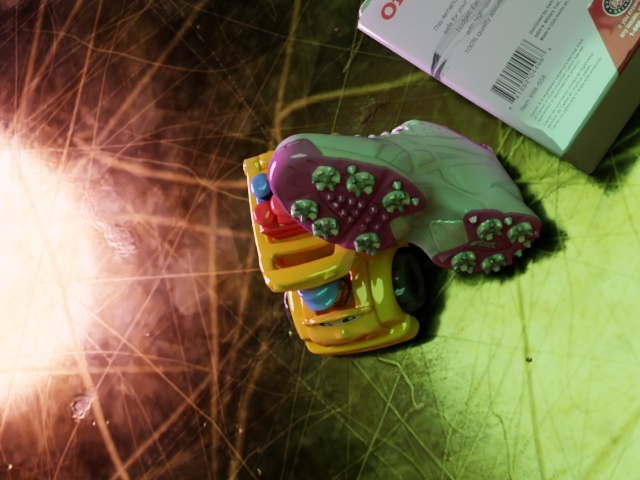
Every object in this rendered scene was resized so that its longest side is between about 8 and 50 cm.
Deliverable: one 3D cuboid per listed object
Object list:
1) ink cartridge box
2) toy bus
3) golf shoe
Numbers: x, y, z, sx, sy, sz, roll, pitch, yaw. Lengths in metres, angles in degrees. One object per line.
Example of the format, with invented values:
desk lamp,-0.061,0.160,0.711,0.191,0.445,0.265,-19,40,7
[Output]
ink cartridge box,0.204,-0.224,1.208,0.273,0.114,0.197,37,100,26
toy bus,0.000,0.000,1.220,0.150,0.211,0.220,-14,77,23
golf shoe,0.074,-0.059,1.161,0.115,0.306,0.140,-43,45,37
